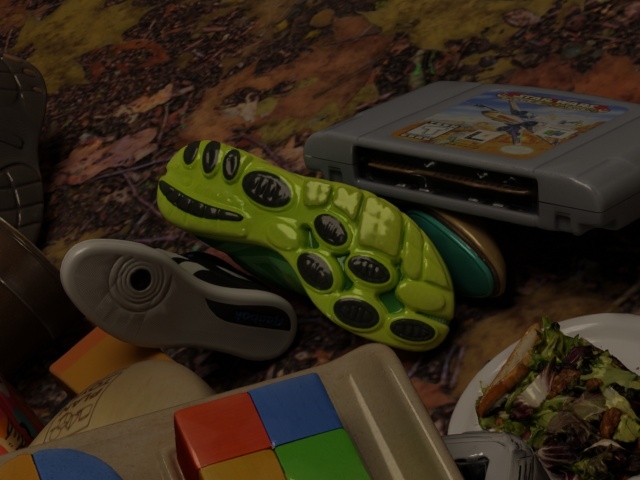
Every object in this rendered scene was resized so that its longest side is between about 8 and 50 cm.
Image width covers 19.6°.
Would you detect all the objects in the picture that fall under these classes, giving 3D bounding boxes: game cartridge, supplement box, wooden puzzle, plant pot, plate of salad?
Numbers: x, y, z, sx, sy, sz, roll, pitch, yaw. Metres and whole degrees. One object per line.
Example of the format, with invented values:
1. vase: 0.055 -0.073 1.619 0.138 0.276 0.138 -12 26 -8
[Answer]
1. game cartridge: 0.159 -0.076 1.539 0.297 0.062 0.198 13 30 38
2. supplement box: -0.127 0.146 1.502 0.078 0.080 0.233 -40 35 -14
3. wooden puzzle: -0.066 0.210 1.043 0.348 0.080 0.322 -18 50 -12
4. plant pot: -0.324 0.071 1.671 0.165 0.167 0.167 -49 39 -14
5. plate of salad: 0.182 0.118 1.350 0.200 0.048 0.200 -18 36 14

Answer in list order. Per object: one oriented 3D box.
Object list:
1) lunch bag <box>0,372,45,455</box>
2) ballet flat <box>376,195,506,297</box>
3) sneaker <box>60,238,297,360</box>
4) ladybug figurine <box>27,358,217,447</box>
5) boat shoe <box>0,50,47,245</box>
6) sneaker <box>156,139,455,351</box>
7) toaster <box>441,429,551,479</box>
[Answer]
1. lunch bag: -0.334 0.193 1.398 0.258 0.293 0.120 -38 60 -9
2. ballet flat: 0.091 -0.016 1.559 0.073 0.080 0.232 -33 34 -27
3. sneaker: -0.135 0.042 1.555 0.121 0.217 0.079 33 101 59
4. ladybug figurine: -0.143 0.277 1.234 0.305 0.162 0.449 -29 34 38
5. boat shoe: -0.351 -0.046 1.885 0.116 0.123 0.324 -44 29 43
6. sneaker: 0.000 0.000 1.557 0.295 0.123 0.109 30 90 29
7. toaster: 0.091 0.229 1.184 0.129 0.146 0.227 -8 40 26
